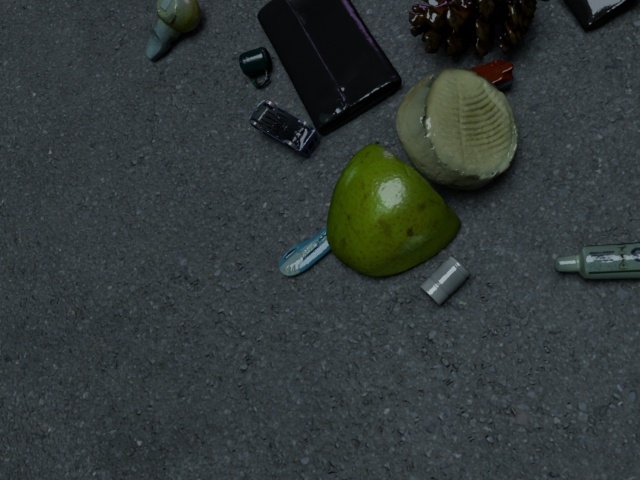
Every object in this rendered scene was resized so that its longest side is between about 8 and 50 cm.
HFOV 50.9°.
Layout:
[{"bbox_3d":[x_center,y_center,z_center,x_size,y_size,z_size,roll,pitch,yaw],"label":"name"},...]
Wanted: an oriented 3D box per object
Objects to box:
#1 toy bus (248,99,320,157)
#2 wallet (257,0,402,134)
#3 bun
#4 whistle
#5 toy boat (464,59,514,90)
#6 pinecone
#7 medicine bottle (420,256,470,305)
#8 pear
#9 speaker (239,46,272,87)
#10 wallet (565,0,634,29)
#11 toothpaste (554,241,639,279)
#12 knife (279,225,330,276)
[{"bbox_3d":[-0.086,-0.260,1.578,0.167,0.076,0.073,34,86,25],"label":"toy bus"},{"bbox_3d":[0.012,-0.466,1.627,0.228,0.062,0.406,-30,63,7],"label":"wallet"},{"bbox_3d":[0.265,-0.216,1.376,0.260,0.152,0.259,5,79,-25],"label":"bun"},{"bbox_3d":[-0.395,-0.580,1.809,0.123,0.123,0.223,47,111,27],"label":"whistle"},{"bbox_3d":[0.339,-0.337,1.466,0.173,0.059,0.069,-19,64,20],"label":"toy boat"},{"bbox_3d":[0.332,-0.513,1.443,0.309,0.244,0.243,-10,67,28],"label":"pinecone"},{"bbox_3d":[0.248,0.080,1.340,0.089,0.057,0.057,-45,63,-1],"label":"medicine bottle"},{"bbox_3d":[0.110,-0.054,1.389,0.288,0.139,0.239,43,93,21],"label":"pear"},{"bbox_3d":[-0.157,-0.431,1.687,0.076,0.060,0.094,-14,102,14],"label":"speaker"},{"bbox_3d":[0.572,-0.588,1.444,0.149,0.044,0.250,-31,75,22],"label":"wallet"},{"bbox_3d":[0.631,0.031,1.223,0.392,0.061,0.098,-4,69,15],"label":"toothpaste"},{"bbox_3d":[0.000,0.000,1.472,0.222,0.031,0.064,-40,63,1],"label":"knife"}]
